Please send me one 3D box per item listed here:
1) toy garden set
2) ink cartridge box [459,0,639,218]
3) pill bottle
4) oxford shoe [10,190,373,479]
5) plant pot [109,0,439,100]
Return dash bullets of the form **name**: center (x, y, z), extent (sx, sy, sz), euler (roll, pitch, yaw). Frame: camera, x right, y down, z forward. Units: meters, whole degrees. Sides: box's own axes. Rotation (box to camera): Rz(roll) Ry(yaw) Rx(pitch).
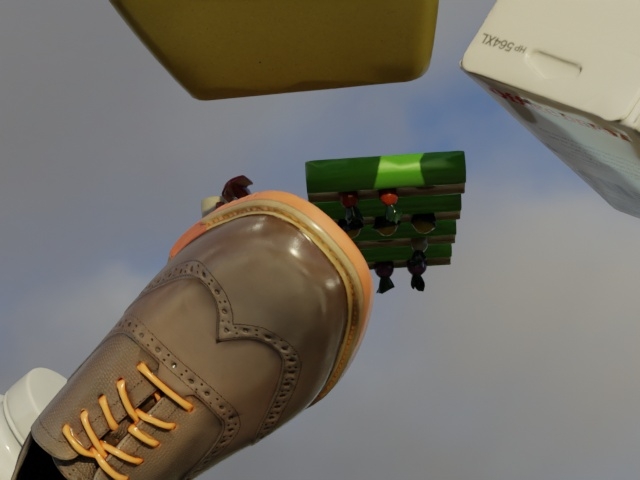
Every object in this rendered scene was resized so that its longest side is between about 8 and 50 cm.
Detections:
- **toy garden set**: center (0.000, 0.000, 1.331), extent (0.204, 0.049, 0.244), euler (-4, -15, 1)
- **ink cartridge box**: center (0.206, -0.077, 1.134), extent (0.148, 0.086, 0.203), euler (26, -8, 45)
- **pill bottle**: center (-0.263, 0.186, 1.407), extent (0.193, 0.108, 0.108), euler (-39, -33, 16)
- **oxford shoe**: center (-0.089, 0.098, 1.109), extent (0.130, 0.133, 0.363), euler (43, -42, 1)
- **plant pot**: center (-0.018, -0.199, 1.036), extent (0.212, 0.212, 0.187), euler (-5, -48, 13)
